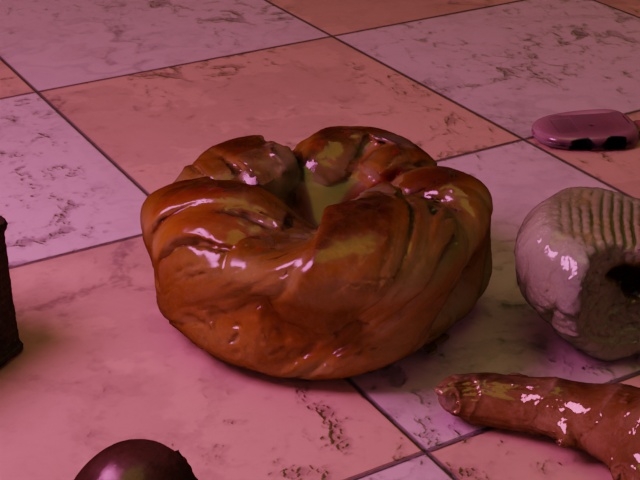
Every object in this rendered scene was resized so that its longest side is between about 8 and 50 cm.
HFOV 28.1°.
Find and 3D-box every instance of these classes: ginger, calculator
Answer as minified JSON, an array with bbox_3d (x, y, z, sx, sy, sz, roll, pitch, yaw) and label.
[{"bbox_3d":[0.231,0.158,1.060,0.294,0.086,0.131,8,37,32],"label":"ginger"},{"bbox_3d":[0.363,-0.148,1.698,0.165,0.024,0.103,-4,27,-7],"label":"calculator"}]

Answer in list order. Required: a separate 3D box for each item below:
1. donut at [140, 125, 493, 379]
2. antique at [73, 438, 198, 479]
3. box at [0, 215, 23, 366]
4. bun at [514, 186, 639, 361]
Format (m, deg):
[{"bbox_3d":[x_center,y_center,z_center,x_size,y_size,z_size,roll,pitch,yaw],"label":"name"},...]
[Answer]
[{"bbox_3d":[0.000,0.000,1.264,0.360,0.170,0.360,-2,27,1],"label":"donut"},{"bbox_3d":[-0.181,0.221,0.868,0.257,0.143,0.121,-19,31,-36],"label":"antique"},{"bbox_3d":[-0.441,0.050,1.197,0.273,0.143,0.184,12,30,25],"label":"box"},{"bbox_3d":[0.286,0.040,1.227,0.212,0.127,0.204,22,34,23],"label":"bun"}]
